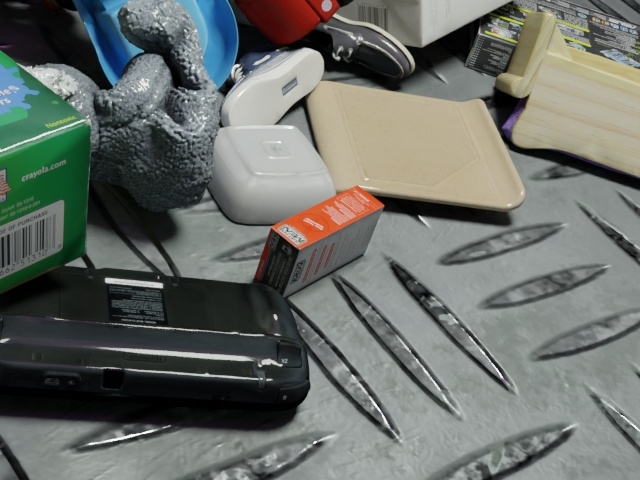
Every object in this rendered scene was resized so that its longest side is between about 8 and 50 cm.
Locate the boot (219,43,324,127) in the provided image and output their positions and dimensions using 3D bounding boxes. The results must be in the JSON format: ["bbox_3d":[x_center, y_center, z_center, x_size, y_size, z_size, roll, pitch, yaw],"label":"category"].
[{"bbox_3d":[-0.082,-0.186,1.432,0.086,0.069,0.190,15,34,32],"label":"boot"}]

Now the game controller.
[{"bbox_3d":[-0.167,0.083,1.056,0.319,0.067,0.166,7,24,-18],"label":"game controller"}]

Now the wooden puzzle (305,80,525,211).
[{"bbox_3d":[0.110,-0.112,1.439,0.238,0.044,0.221,3,40,-15],"label":"wooden puzzle"}]

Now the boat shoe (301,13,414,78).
[{"bbox_3d":[0.026,-0.260,1.575,0.206,0.075,0.065,29,62,12],"label":"boat shoe"}]

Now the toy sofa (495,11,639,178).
[{"bbox_3d":[0.424,-0.174,1.597,0.362,0.177,0.150,18,12,-3],"label":"toy sofa"}]

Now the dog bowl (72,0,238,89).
[{"bbox_3d":[-0.211,-0.293,1.338,0.166,0.297,0.074,-29,21,-14],"label":"dog bowl"}]

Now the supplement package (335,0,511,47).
[{"bbox_3d":[0.150,-0.403,1.644,0.177,0.175,0.293,16,34,36],"label":"supplement package"}]

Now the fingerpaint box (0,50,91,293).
[{"bbox_3d":[-0.474,-0.060,0.944,0.371,0.163,0.444,37,45,28],"label":"fingerpaint box"}]

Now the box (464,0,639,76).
[{"bbox_3d":[0.356,-0.294,1.763,0.270,0.060,0.216,17,37,-4],"label":"box"}]

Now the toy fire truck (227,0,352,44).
[{"bbox_3d":[-0.105,-0.310,1.487,0.158,0.246,0.217,45,-7,-34],"label":"toy fire truck"}]

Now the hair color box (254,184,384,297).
[{"bbox_3d":[0.000,0.000,1.215,0.043,0.072,0.141,38,40,22],"label":"hair color box"}]

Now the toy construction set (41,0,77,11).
[{"bbox_3d":[-0.403,-0.419,1.415,0.237,0.258,0.308,-4,20,-40],"label":"toy construction set"}]

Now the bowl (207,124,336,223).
[{"bbox_3d":[-0.057,-0.083,1.311,0.142,0.053,0.142,-3,41,-29],"label":"bowl"}]

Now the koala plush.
[{"bbox_3d":[-0.232,-0.120,1.169,0.221,0.196,0.203,-4,55,-34],"label":"koala plush"}]
